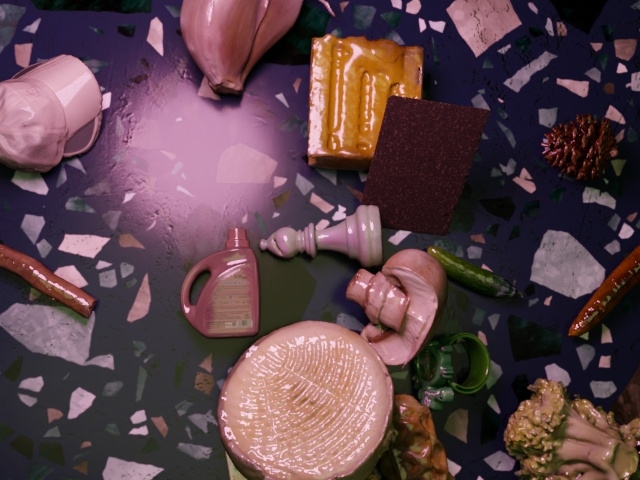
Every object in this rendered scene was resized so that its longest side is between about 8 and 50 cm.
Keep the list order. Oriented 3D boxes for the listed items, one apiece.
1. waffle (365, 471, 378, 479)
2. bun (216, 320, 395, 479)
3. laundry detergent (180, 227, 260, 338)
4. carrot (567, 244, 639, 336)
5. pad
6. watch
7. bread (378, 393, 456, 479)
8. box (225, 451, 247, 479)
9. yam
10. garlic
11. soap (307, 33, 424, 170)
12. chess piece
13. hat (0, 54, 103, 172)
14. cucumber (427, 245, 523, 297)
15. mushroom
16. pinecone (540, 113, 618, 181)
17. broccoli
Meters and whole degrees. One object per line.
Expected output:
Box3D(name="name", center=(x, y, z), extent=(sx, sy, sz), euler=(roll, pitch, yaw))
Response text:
Box3D(name="waffle", center=(-0.015, 0.570, 1.404), extent=(0.308, 0.213, 0.091), euler=(-37, 97, -12))
Box3D(name="bun", center=(-0.023, 0.354, 1.419), extent=(0.364, 0.202, 0.364), euler=(-3, 53, 4))
Box3D(name="laundry detergent", center=(-0.216, 0.094, 1.511), extent=(0.171, 0.076, 0.237), euler=(-3, 82, -8))
Box3D(name="carrot", center=(0.688, 0.118, 1.638), extent=(0.314, 0.066, 0.066), euler=(-43, 89, -7))
Box3D(name="pad", center=(0.215, -0.154, 1.520), extent=(0.220, 0.330, 0.004), euler=(8, 36, -8))
Box3D(name="watch", center=(0.292, 0.289, 1.543), extent=(0.152, 0.131, 0.165), euler=(1, 77, -26))
Box3D(name="bread", center=(0.193, 0.460, 1.483), extent=(0.152, 0.130, 0.267), euler=(-21, 84, 22))
Box3D(name="box", center=(-0.150, 0.484, 1.483), extent=(0.089, 0.043, 0.125), euler=(-8, 84, -9))
Box3D(name="yam", center=(-0.584, 0.086, 1.480), extent=(0.241, 0.057, 0.056), euler=(32, 80, -4))
Box3D(name="garlic", center=(-0.160, -0.509, 1.526), extent=(0.340, 0.231, 0.246), euler=(-39, 86, -5))
Box3D(name="soap", center=(0.099, -0.304, 1.573), extent=(0.259, 0.143, 0.281), euler=(4, 81, -5))
Box3D(name="chess piece", center=(0.000, 0.000, 1.539), extent=(0.272, 0.139, 0.139), euler=(-5, 83, 2))
Box3D(name="hat", center=(-0.594, -0.275, 1.476), extent=(0.275, 0.161, 0.232), euler=(-43, 93, -14))
Box3D(name="cucumber", center=(0.352, 0.082, 1.598), extent=(0.250, 0.056, 0.056), euler=(25, 80, -1))
Box3D(name="mushroom", center=(0.172, 0.125, 1.503), extent=(0.195, 0.189, 0.253), euler=(26, 115, 20))
Box3D(name="pinecone", center=(0.603, -0.216, 1.628), extent=(0.174, 0.173, 0.173), euler=(1, 82, -7))
Box3D(name="broccoli", center=(0.566, 0.442, 1.462), extent=(0.293, 0.281, 0.347), euler=(-21, 86, -9))
